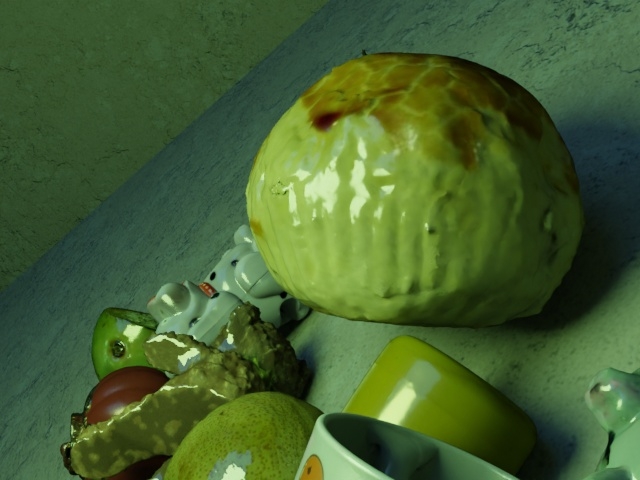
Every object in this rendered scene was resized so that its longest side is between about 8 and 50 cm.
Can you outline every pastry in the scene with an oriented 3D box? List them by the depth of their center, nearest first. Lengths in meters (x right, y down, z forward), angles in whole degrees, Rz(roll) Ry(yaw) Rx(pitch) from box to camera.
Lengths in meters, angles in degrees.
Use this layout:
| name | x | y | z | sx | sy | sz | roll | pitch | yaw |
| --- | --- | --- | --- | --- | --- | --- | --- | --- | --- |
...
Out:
| name | x | y | z | sx | sy | sz | roll | pitch | yaw |
| --- | --- | --- | --- | --- | --- | --- | --- | --- | --- |
| pastry | 0.109 | -0.061 | 0.991 | 0.389 | 0.389 | 0.312 | 1 | 89 | 60 |

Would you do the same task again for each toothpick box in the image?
| name | x | y | z | sx | sy | sz | roll | pitch | yaw |
| --- | --- | --- | --- | --- | --- | --- | --- | --- | --- |
| toothpick box | 0.070 | 0.245 | 0.834 | 0.271 | 0.175 | 0.175 | -53 | 24 | -7 |

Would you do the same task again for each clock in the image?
| name | x | y | z | sx | sy | sz | roll | pitch | yaw |
| --- | --- | --- | --- | --- | --- | --- | --- | --- | --- |
| clock | -0.160 | 0.118 | 1.339 | 0.254 | 0.188 | 0.189 | -39 | 17 | -31 |

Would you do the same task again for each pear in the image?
| name | x | y | z | sx | sy | sz | roll | pitch | yaw |
| --- | --- | --- | --- | --- | --- | --- | --- | --- | --- |
| pear | -0.069 | 0.291 | 0.970 | 0.228 | 0.188 | 0.211 | -41 | 39 | -3 |

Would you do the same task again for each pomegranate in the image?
| name | x | y | z | sx | sy | sz | roll | pitch | yaw |
| --- | --- | --- | --- | --- | --- | --- | --- | --- | --- |
| pomegranate | -0.331 | 0.211 | 1.560 | 0.241 | 0.190 | 0.159 | 22 | 97 | 64 |

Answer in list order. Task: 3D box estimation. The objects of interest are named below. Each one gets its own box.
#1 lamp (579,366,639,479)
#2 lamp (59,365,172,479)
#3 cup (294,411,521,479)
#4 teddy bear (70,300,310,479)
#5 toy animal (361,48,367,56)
| name | x | y | z | sx | sy | sz | roll | pitch | yaw |
| --- | --- | --- | --- | --- | --- | --- | --- | --- | --- |
| lamp | 0.291 | 0.156 | 0.591 | 0.301 | 0.247 | 0.247 | -60 | -3 | -41 |
| lamp | -0.285 | 0.303 | 1.286 | 0.227 | 0.227 | 0.226 | -37 | 25 | 21 |
| cup | 0.037 | 0.319 | 0.644 | 0.317 | 0.212 | 0.212 | -68 | 25 | 1 |
| teddy bear | -0.170 | 0.232 | 1.169 | 0.296 | 0.246 | 0.222 | -37 | 7 | 4 |
| toy animal | 0.165 | -0.277 | 1.495 | 0.160 | 0.197 | 0.272 | -2 | 45 | 55 |
